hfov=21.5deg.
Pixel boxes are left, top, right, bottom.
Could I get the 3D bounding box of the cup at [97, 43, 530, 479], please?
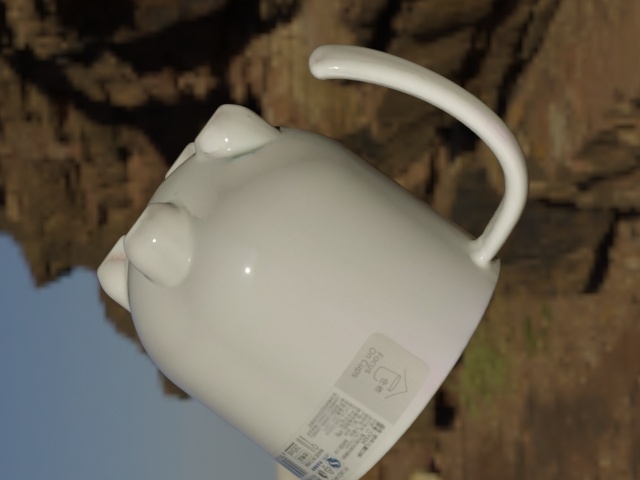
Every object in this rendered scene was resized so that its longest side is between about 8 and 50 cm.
[{"bbox_3d":[-0.007,0.010,0.736,0.173,0.142,0.134,-44,11,52],"label":"cup"}]
